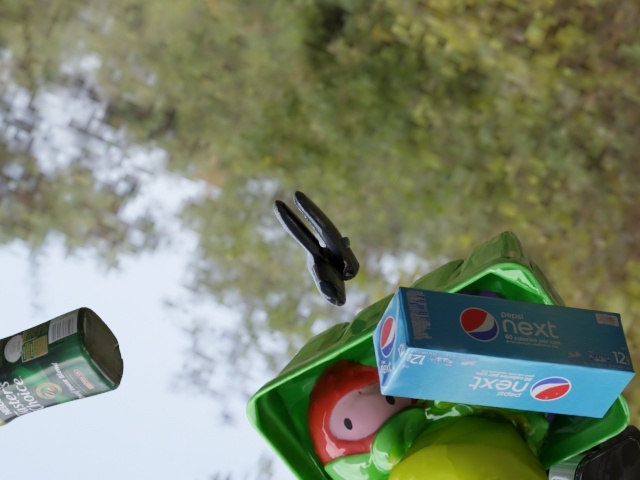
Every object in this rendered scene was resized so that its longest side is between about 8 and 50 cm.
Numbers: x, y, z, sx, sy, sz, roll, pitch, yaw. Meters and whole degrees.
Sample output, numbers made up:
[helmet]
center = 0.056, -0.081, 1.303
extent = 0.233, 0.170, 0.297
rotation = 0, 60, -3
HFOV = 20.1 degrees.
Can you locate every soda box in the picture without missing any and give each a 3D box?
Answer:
[soda box]
center = 0.155, 0.096, 1.539
extent = 0.210, 0.071, 0.067
rotation = 8, -132, -18

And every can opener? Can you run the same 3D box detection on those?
[can opener]
center = 0.000, 0.000, 2.053
extent = 0.073, 0.059, 0.186
rotation = 64, -178, 40

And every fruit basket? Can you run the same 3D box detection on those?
[fruit basket]
center = 0.132, 0.210, 1.926
extent = 0.283, 0.392, 0.392
rotation = 52, 178, -19

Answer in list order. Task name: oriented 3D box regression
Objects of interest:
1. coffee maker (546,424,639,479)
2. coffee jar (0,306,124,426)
[coffee maker]
center = 0.287, 0.249, 2.059
extent = 0.178, 0.171, 0.120
rotation = 2, 133, 49
[coffee jar]
center = -0.312, 0.141, 1.943
extent = 0.096, 0.184, 0.079
rotation = 55, -157, -45
